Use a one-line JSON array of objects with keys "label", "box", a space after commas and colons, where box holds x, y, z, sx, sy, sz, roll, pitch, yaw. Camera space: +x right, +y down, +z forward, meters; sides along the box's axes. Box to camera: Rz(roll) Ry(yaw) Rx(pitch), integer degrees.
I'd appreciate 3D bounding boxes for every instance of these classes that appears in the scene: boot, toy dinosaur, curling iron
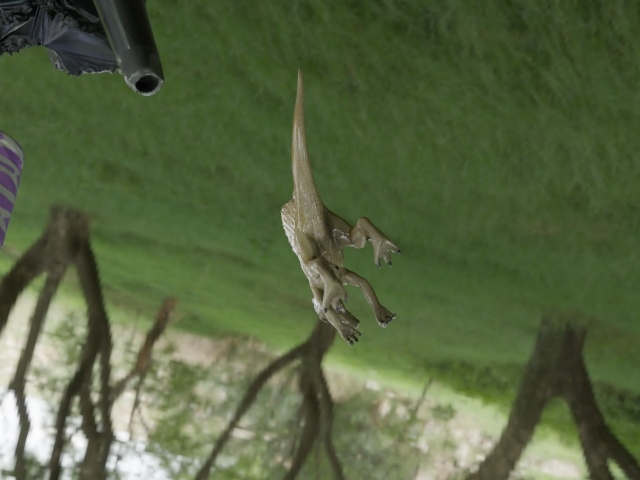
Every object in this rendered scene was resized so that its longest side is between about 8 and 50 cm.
[{"label": "boot", "box": [-0.135, -0.221, 0.877, 0.246, 0.207, 0.094, 5, 154, -5]}, {"label": "toy dinosaur", "box": [0.000, 0.000, 0.663, 0.053, 0.183, 0.092, -26, -142, -20]}, {"label": "curling iron", "box": [-0.133, -0.172, 0.584, 0.068, 0.274, 0.035, -1, 142, -37]}]

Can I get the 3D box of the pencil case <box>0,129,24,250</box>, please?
[{"label": "pencil case", "box": [-0.335, -0.020, 1.043, 0.086, 0.206, 0.088, 3, 144, 1]}]
